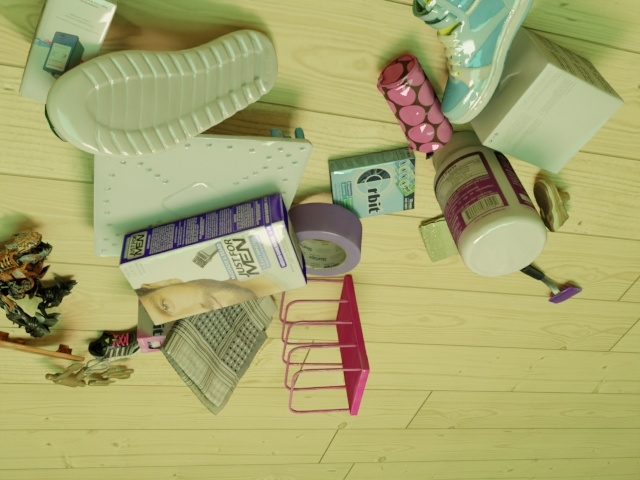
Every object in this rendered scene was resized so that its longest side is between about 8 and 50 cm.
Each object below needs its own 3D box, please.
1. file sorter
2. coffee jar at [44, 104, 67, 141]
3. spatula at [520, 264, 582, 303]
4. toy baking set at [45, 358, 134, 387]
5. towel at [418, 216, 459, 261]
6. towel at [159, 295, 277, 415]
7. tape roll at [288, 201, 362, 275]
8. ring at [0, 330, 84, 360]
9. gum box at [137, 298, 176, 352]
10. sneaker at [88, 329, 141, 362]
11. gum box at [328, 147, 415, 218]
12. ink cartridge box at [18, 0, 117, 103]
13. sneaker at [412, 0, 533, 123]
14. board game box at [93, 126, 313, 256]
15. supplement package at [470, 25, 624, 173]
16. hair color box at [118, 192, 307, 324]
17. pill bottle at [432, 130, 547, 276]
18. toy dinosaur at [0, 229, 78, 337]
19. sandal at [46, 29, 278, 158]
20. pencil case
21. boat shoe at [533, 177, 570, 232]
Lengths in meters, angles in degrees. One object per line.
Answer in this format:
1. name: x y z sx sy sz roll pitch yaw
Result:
1. file sorter: -0.002 0.261 1.647 0.182 0.291 0.202 0 135 -9
2. coffee jar: -0.388 -0.246 1.171 0.184 0.096 0.079 -17 139 4
3. spatula: 0.626 0.118 1.825 0.296 0.030 0.084 29 126 -35
4. toy baking set: -0.611 0.347 1.735 0.197 0.030 0.256 -17 156 14
5. towel: 0.306 -0.005 1.628 0.110 0.027 0.148 -18 136 8
6. towel: -0.222 0.216 1.564 0.056 0.312 0.324 12 146 27
7. tape roll: 0.000 0.000 1.488 0.189 0.080 0.189 4 148 3
8. ring: -0.719 0.236 1.533 0.336 0.032 0.336 10 165 3
9. gum box: -0.367 0.172 1.540 0.107 0.188 0.062 -6 139 -6
10. sneaker: -0.525 0.265 1.693 0.170 0.063 0.075 -21 142 16
11. gum box: 0.115 -0.120 1.455 0.184 0.041 0.157 -10 138 -1
12. ink cartridge box: -0.393 -0.335 1.034 0.093 0.154 0.212 19 128 -29
13. sneaker: 0.230 -0.365 1.171 0.208 0.127 0.319 4 125 -19
14. board game box: -0.251 -0.092 1.327 0.390 0.050 0.390 -1 147 -19
15. supplement package: 0.427 -0.271 1.290 0.203 0.149 0.194 16 130 -27
16. hair color box: -0.215 0.042 1.359 0.339 0.110 0.185 -14 129 5
17. pill bottle: 0.329 -0.086 1.349 0.169 0.301 0.169 -6 136 -6
18. toy dinosaur: -0.677 0.097 1.460 0.218 0.164 0.322 39 141 -25
19. sandal: -0.254 -0.247 1.107 0.416 0.102 0.169 -23 118 -33
20. pencil case: 0.183 -0.262 1.293 0.098 0.095 0.209 -14 137 25
21. boat shoe: 0.559 -0.096 1.573 0.072 0.068 0.190 -33 144 4
